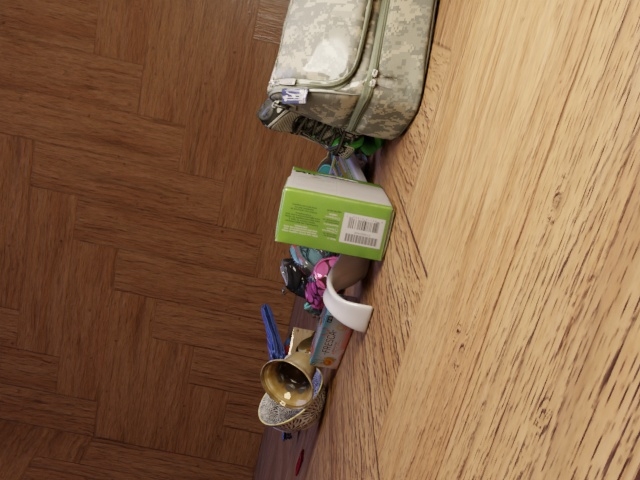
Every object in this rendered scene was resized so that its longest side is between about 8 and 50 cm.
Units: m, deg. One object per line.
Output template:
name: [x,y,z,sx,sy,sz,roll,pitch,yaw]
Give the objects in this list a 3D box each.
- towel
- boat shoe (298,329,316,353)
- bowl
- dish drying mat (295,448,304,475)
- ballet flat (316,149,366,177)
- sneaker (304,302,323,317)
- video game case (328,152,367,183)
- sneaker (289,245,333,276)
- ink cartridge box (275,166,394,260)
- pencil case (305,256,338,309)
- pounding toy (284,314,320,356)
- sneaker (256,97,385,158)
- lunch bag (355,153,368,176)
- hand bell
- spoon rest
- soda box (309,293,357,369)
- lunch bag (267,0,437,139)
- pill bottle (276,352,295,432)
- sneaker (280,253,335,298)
towel: [-0.131,0.378,1.989,0.243,0.040,0.335,-115,19,-57]
boat shoe: [-0.009,0.256,1.668,0.152,0.056,0.049,-24,-70,-64]
bowl: [-0.048,0.371,1.549,0.080,0.170,0.170,56,-162,-23]
dish drying mat: [-0.054,0.568,1.765,0.032,0.008,0.083,-83,7,-48]
ballet flat: [0.069,-0.220,1.837,0.348,0.123,0.123,109,172,-65]
sneaker: [-0.001,0.133,1.857,0.065,0.076,0.166,-92,15,-72]
video game case: [0.060,-0.103,1.615,0.212,0.023,0.193,-110,26,-43]
sneaker: [0.000,0.000,1.881,0.125,0.104,0.262,-39,14,27]
ink cartridge box: [0.025,-0.057,1.266,0.255,0.189,0.096,-87,8,-76]
pencil case: [0.010,0.112,1.710,0.209,0.095,0.098,107,157,-72]
pounding toy: [-0.051,0.284,1.979,0.181,0.094,0.205,112,169,-69]
sneaker: [0.021,-0.244,1.391,0.134,0.344,0.146,-33,72,42]
lunch bag: [0.087,-0.167,1.698,0.083,0.053,0.071,-49,-21,-51]
hand bell: [-0.020,0.255,1.545,0.242,0.126,0.126,-44,-26,-54]
spoon rest: [0.051,0.061,1.285,0.276,0.084,0.137,-87,10,-62]
soda box: [0.025,0.186,1.399,0.183,0.063,0.058,107,172,-45]
lunch bag: [0.055,-0.349,1.224,0.212,0.256,0.304,121,160,-79]
pill bottle: [-0.072,0.395,1.803,0.112,0.112,0.186,-87,10,-67]
sneaker: [-0.036,0.050,2.054,0.101,0.153,0.268,114,168,-70]
